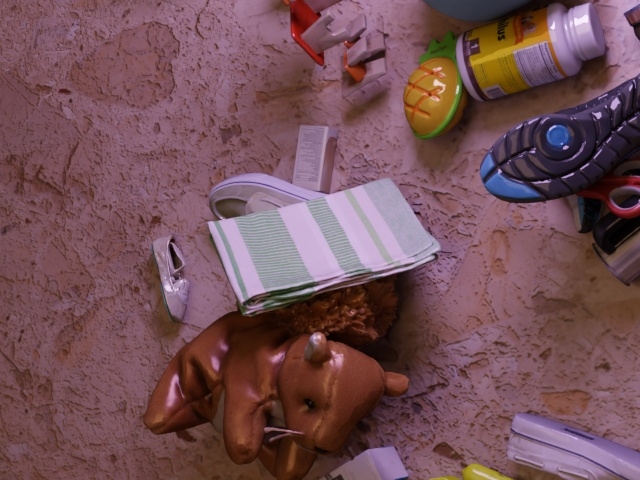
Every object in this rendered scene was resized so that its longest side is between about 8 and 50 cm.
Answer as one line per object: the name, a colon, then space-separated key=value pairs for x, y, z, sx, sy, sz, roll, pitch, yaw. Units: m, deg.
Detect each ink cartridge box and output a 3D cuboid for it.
ink cartridge box: x=0.042 y=0.407 z=1.951 sx=0.180 sy=0.104 sz=0.060 roll=-35 pitch=70 yaw=22

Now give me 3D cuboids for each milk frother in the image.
milk frother: x=0.464 y=-0.033 z=1.784 sx=0.135 sy=0.129 sz=0.143 roll=-42 pitch=24 yaw=18

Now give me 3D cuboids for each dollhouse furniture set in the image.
dollhouse furniture set: x=-0.023 y=-0.394 z=2.011 sx=0.135 sy=0.262 sz=0.259 roll=-30 pitch=37 yaw=25

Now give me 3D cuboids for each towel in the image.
towel: x=0.000 y=0.000 z=1.894 sx=0.325 sy=0.038 sz=0.248 roll=-16 pitch=37 yaw=-11

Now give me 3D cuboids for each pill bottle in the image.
pill bottle: x=0.329 y=-0.299 z=1.864 sx=0.215 sy=0.117 sz=0.117 roll=-14 pitch=78 yaw=27

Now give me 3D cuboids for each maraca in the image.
maraca: x=0.190 y=-0.253 z=1.949 sx=0.127 sy=0.099 sz=0.186 roll=-16 pitch=60 yaw=50

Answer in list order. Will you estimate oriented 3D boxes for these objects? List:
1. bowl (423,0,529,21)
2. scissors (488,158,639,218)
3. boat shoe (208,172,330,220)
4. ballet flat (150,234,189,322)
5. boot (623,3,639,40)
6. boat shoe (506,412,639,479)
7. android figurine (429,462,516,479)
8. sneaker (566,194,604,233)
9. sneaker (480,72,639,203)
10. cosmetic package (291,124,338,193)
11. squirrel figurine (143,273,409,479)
bowl: x=0.239 y=-0.465 z=1.860 sx=0.311 sy=0.311 sz=0.163 roll=62 pitch=151 yaw=20
scissors: x=0.388 y=-0.087 z=1.780 sx=0.297 sy=0.021 sz=0.109 roll=11 pitch=58 yaw=50
boat shoe: x=-0.075 y=-0.043 z=2.051 sx=0.302 sy=0.094 sz=0.109 roll=10 pitch=124 yaw=28
ballet flat: x=-0.269 y=0.067 z=2.191 sx=0.052 sy=0.057 sz=0.168 roll=-22 pitch=74 yaw=15
boot: x=0.575 y=-0.346 z=1.774 sx=0.219 sy=0.082 sz=0.106 roll=-26 pitch=94 yaw=20
boat shoe: x=0.396 y=0.339 z=1.771 sx=0.267 sy=0.096 sz=0.088 roll=18 pitch=97 yaw=30
android figurine: x=0.231 y=0.474 z=1.869 sx=0.273 sy=0.056 sz=0.248 roll=22 pitch=95 yaw=27
sneaker: x=0.385 y=-0.099 z=1.846 sx=0.083 sy=0.071 sz=0.191 roll=-14 pitch=70 yaw=33
sneaker: x=0.393 y=-0.142 z=1.744 sx=0.341 sy=0.139 sz=0.125 roll=-23 pitch=84 yaw=-1
cosmetic package: x=-0.010 y=-0.141 z=2.077 sx=0.060 sy=0.041 sz=0.115 roll=8 pitch=89 yaw=29
squirrel figurine: x=-0.030 y=0.180 z=1.882 sx=0.370 sy=0.281 sz=0.397 roll=-18 pitch=44 yaw=57
